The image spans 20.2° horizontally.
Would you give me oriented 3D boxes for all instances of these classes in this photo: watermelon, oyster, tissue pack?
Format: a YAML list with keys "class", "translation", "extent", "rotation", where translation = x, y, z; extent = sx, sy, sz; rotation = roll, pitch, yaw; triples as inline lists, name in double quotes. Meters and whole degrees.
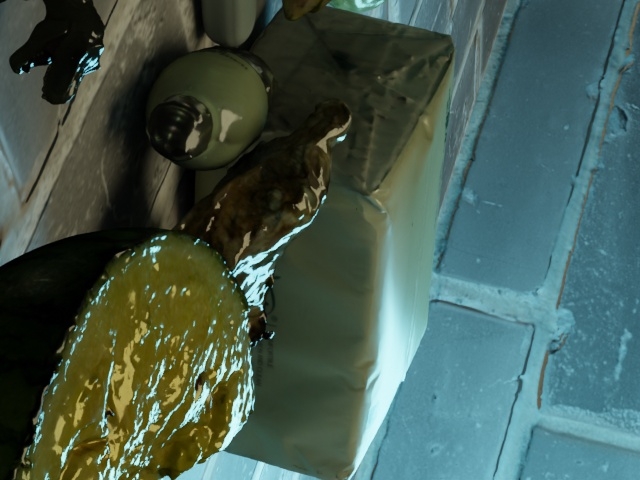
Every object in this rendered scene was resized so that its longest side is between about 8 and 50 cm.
- class: "watermelon"
  translation: [-0.182, 0.146, 1.128]
  extent: [0.331, 0.189, 0.330]
  rotation: [3, 90, -67]
- class: "oyster"
  translation: [-0.104, 0.060, 1.500]
  extent: [0.204, 0.111, 0.396]
  rotation: [-40, 162, -54]
- class: "tissue pack"
  translation: [0.000, 0.000, 1.773]
  extent: [0.297, 0.207, 0.380]
  rotation: [-62, 162, -48]

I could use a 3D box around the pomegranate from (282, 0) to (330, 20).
- class: "pomegranate"
  translation: [0.024, -0.314, 1.555]
  extent: [0.302, 0.236, 0.236]
  rotation: [-60, 180, 34]

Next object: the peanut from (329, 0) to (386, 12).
- class: "peanut"
  translation: [0.036, -0.348, 1.801]
  extent: [0.274, 0.111, 0.125]
  rotation: [89, 14, -53]

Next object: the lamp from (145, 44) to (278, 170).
- class: "lamp"
  translation: [-0.089, -0.112, 1.496]
  extent: [0.250, 0.101, 0.101]
  rotation: [-50, 151, -73]

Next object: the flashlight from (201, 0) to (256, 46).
- class: "flashlight"
  translation: [-0.083, -0.237, 1.517]
  extent: [0.200, 0.048, 0.093]
  rotation: [88, 19, -60]

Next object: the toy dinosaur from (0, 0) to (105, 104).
- class: "toy dinosaur"
  translation: [-0.114, -0.173, 1.100]
  extent: [0.087, 0.179, 0.187]
  rotation: [-55, 158, -59]
